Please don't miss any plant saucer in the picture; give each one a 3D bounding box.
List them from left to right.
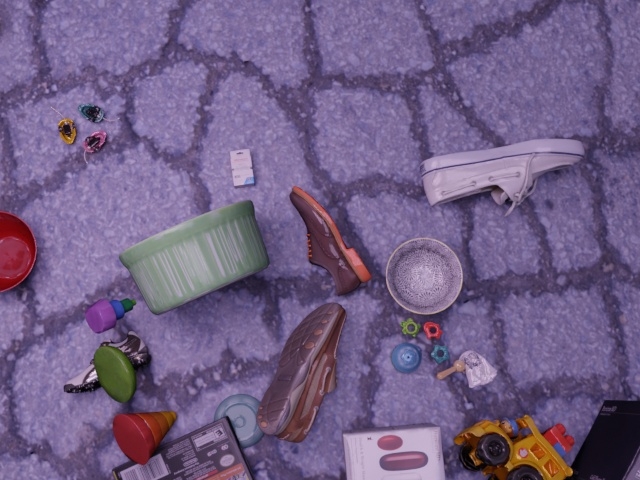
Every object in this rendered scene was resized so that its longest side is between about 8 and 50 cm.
[{"bbox_3d":[-0.177,0.398,1.835,0.119,0.021,0.119,0,80,-1],"label":"plant saucer"}]

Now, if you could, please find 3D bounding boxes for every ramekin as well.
[{"bbox_3d":[-0.256,0.041,1.762,0.303,0.303,0.148,-23,89,-4],"label":"ramekin"}]

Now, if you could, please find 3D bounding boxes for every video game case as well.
[{"bbox_3d":[-0.276,0.549,1.792,0.275,0.035,0.248,-25,81,0],"label":"video game case"}]

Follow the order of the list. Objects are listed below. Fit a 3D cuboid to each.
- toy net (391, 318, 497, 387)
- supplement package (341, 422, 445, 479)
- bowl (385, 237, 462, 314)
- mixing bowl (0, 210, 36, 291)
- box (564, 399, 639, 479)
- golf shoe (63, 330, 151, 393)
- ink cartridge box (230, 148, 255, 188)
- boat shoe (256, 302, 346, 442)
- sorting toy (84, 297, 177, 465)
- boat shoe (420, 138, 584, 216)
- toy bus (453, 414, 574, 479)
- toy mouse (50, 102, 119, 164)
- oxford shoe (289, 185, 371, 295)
[{"bbox_3d":[0.279,0.255,1.855,0.232,0.045,0.122,15,79,0],"label":"toy net"},{"bbox_3d":[0.154,0.493,1.758,0.203,0.149,0.194,-5,80,-1],"label":"supplement package"},{"bbox_3d":[0.227,0.083,1.863,0.170,0.080,0.170,0,81,-1],"label":"bowl"},{"bbox_3d":[-0.708,0.033,1.853,0.181,0.098,0.181,0,80,-1],"label":"mixing bowl"},{"bbox_3d":[0.628,0.497,1.664,0.179,0.343,0.312,30,82,6],"label":"box"},{"bbox_3d":[-0.477,0.269,1.832,0.198,0.077,0.094,-24,77,-15],"label":"golf shoe"},{"bbox_3d":[-0.181,-0.166,1.927,0.048,0.028,0.083,-8,81,-2],"label":"ink cartridge box"},{"bbox_3d":[-0.023,0.289,1.821,0.116,0.123,0.324,38,70,-28],"label":"boat shoe"},{"bbox_3d":[-0.389,0.286,1.773,0.126,0.127,0.365,-24,106,-43],"label":"sorting toy"},{"bbox_3d":[0.416,-0.129,1.874,0.367,0.136,0.156,-8,80,1],"label":"boat shoe"},{"bbox_3d":[0.429,0.449,1.780,0.211,0.149,0.220,-36,80,-19],"label":"toy bus"},{"bbox_3d":[-0.533,-0.260,1.938,0.143,0.031,0.161,-20,81,-4],"label":"toy mouse"},{"bbox_3d":[0.000,0.000,1.870,0.098,0.097,0.271,-36,83,0],"label":"oxford shoe"}]
